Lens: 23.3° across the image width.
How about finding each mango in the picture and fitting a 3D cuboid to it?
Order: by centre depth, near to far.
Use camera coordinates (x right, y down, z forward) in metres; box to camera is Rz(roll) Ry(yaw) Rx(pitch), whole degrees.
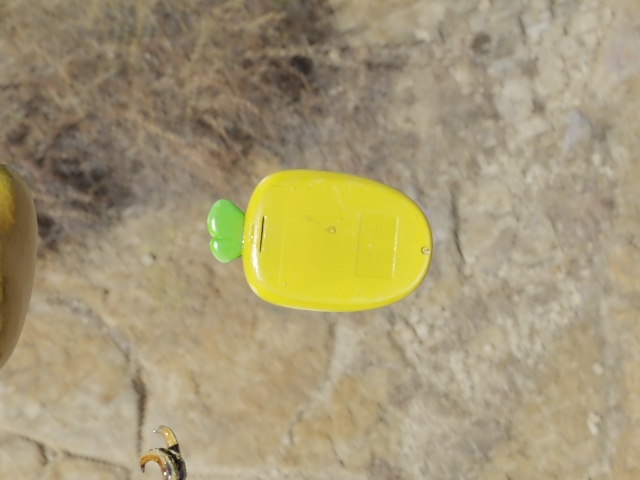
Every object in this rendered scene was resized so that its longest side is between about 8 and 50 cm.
[{"bbox_3d":[-0.360,0.046,1.584,0.139,0.175,0.254,21,45,-5],"label":"mango"}]

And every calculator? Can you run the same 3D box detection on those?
[{"bbox_3d":[0.000,0.000,1.604,0.235,0.032,0.146,5,86,-7],"label":"calculator"}]

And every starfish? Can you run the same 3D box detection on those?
[{"bbox_3d":[-0.201,0.297,1.757,0.074,0.146,0.190,27,41,-2],"label":"starfish"}]
